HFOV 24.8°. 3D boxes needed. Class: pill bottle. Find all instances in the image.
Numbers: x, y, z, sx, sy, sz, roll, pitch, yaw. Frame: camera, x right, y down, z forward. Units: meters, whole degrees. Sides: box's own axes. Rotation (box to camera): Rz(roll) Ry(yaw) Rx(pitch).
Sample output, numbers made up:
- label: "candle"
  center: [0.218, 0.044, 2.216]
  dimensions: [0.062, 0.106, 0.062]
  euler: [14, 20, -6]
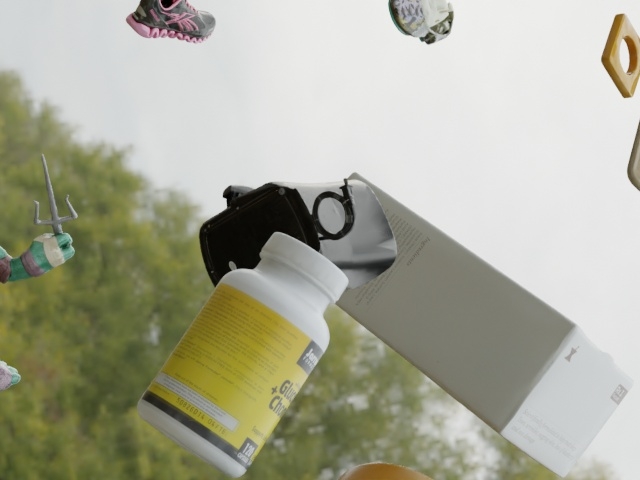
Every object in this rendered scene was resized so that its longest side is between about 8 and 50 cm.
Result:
- label: "pill bottle"
  center: [-0.057, 0.089, 1.165]
  dimensions: [0.103, 0.184, 0.103]
  euler: [32, -11, 7]

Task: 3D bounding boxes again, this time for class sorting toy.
- label: "sorting toy"
  center: [0.390, -0.110, 1.519]
  dimensions: [0.047, 0.348, 0.196]
  euler: [-1, -113, 39]

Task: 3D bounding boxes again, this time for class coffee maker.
- label: "coffee maker"
  center: [0.000, 0.000, 1.417]
  dimensions: [0.171, 0.178, 0.120]
  euler: [-3, -88, 30]

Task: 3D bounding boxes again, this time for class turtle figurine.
- label: "turtle figurine"
  center: [-0.316, 0.015, 1.294]
  dimensions: [0.175, 0.118, 0.234]
  euler: [30, -60, 34]

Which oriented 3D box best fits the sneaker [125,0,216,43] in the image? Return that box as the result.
- label: "sneaker"
  center: [-0.156, -0.252, 1.599]
  dimensions: [0.047, 0.119, 0.057]
  euler: [43, -60, 30]

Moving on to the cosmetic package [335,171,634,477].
- label: "cosmetic package"
  center: [0.165, 0.098, 1.753]
  dimensions: [0.385, 0.156, 0.217]
  euler: [39, 0, 39]

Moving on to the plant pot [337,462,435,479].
- label: "plant pot"
  center: [0.054, 0.370, 1.515]
  dimensions: [0.205, 0.188, 0.205]
  euler: [20, -48, 24]

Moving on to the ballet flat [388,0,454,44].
- label: "ballet flat"
  center: [0.082, -0.177, 1.125]
  dimensions: [0.114, 0.041, 0.041]
  euler: [-4, 83, -74]
